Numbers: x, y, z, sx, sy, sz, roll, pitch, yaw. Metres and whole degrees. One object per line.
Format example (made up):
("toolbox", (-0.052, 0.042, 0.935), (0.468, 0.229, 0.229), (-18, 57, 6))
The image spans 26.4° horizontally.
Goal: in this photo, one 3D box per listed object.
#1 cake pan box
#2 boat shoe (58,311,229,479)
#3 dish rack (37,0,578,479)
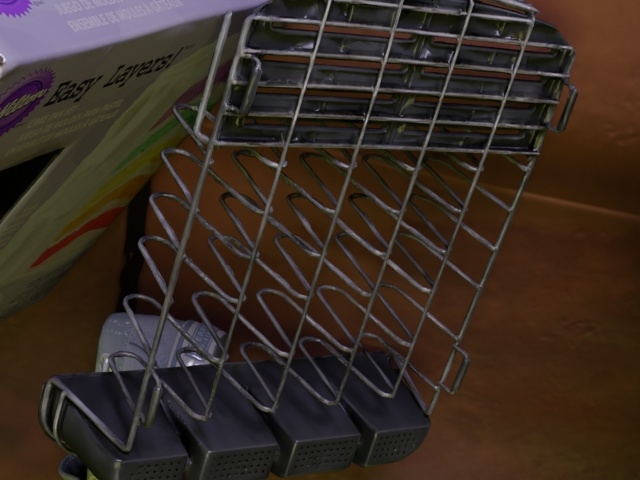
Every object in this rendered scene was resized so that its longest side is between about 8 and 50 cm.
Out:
("cake pan box", (-0.144, -0.032, 0.573), (0.070, 0.267, 0.246), (46, 116, 5))
("boat shoe", (-0.110, 0.137, 0.789), (0.081, 0.079, 0.227), (17, 118, 7))
("dish rack", (0.000, 0.000, 0.639), (0.208, 0.074, 0.271), (-2, 122, -37))
